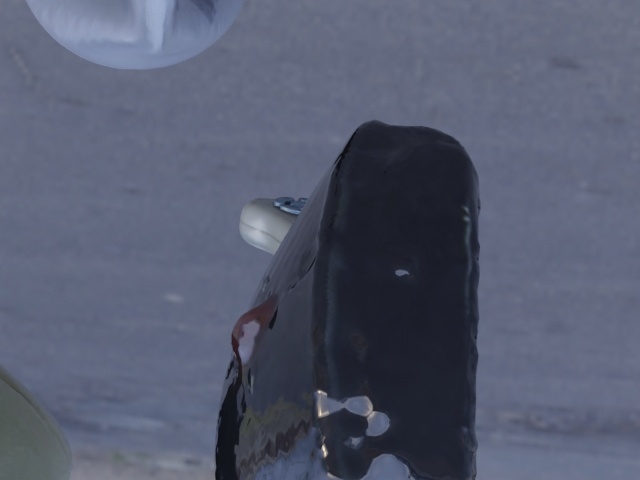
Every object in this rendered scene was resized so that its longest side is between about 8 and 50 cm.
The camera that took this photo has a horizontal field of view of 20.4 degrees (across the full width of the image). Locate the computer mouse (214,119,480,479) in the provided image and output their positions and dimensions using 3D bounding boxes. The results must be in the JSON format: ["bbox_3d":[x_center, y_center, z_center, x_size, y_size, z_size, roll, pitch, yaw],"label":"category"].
[{"bbox_3d":[0.007,0.081,0.722,0.100,0.170,0.269,1,145,-1],"label":"computer mouse"}]

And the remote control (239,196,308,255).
[{"bbox_3d":[0.000,0.000,1.095,0.074,0.032,0.122,2,-166,-26],"label":"remote control"}]

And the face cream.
[{"bbox_3d":[-0.085,-0.224,0.883,0.137,0.235,0.420,-3,158,-11],"label":"face cream"}]

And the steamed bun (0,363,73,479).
[{"bbox_3d":[-0.316,0.167,1.323,0.290,0.273,0.272,39,141,-24],"label":"steamed bun"}]
